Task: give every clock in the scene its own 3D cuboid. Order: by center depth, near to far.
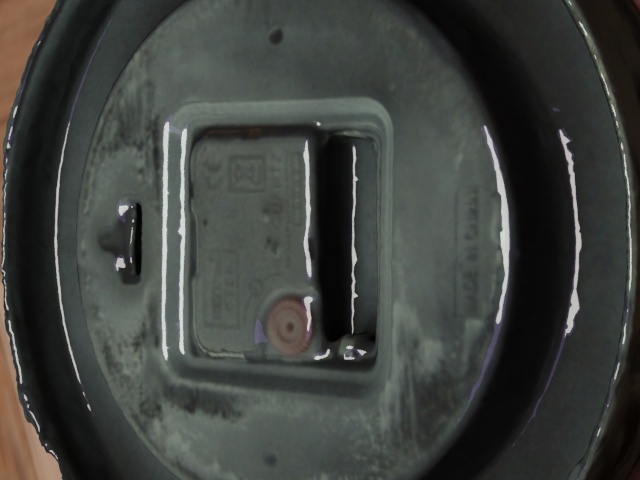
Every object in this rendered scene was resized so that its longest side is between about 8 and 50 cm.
[{"bbox_3d":[0.000,0.000,0.509,0.226,0.049,0.226,1,92,39],"label":"clock"}]
